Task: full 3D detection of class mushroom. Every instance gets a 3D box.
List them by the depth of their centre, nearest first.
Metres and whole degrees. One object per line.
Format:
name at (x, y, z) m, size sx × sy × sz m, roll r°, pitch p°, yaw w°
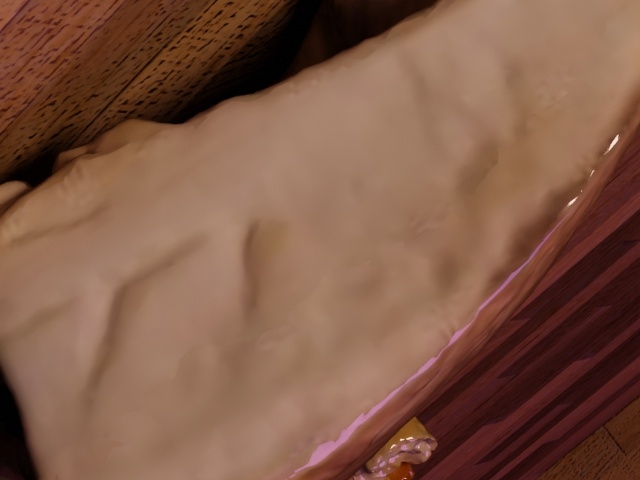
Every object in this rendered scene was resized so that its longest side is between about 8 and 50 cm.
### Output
mushroom at (0.023, -0.001, 0.967) m, size 0.397 × 0.224 × 0.313 m, roll -38°, pitch 161°, yaw 3°

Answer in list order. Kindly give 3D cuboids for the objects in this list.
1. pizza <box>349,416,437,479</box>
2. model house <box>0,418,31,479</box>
pizza at (-0.007, 0.125, 1.239) m, size 0.074 × 0.182 × 0.365 m, roll -36°, pitch -172°, yaw -15°
model house at (-0.225, 0.317, 1.206) m, size 0.445 × 0.395 × 0.400 m, roll -55°, pitch 177°, yaw 6°
